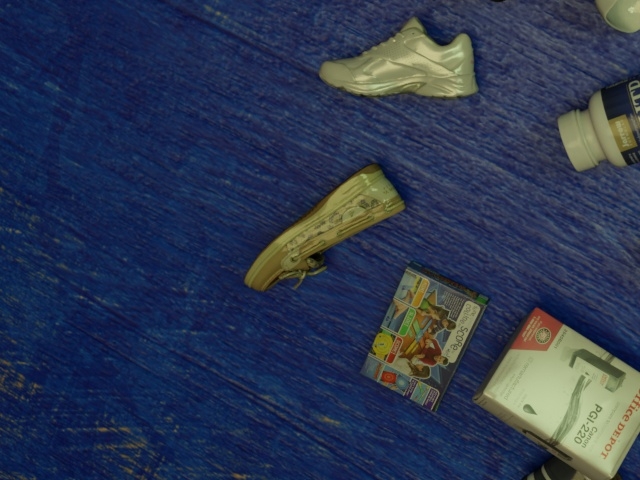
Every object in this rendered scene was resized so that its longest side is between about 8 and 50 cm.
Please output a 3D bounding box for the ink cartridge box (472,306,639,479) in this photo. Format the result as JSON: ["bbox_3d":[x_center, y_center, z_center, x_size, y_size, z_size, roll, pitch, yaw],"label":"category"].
[{"bbox_3d":[0.356,0.223,1.553,0.217,0.092,0.159,33,76,6],"label":"ink cartridge box"}]

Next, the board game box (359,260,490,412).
[{"bbox_3d":[0.160,0.150,1.667,0.136,0.035,0.201,27,112,10],"label":"board game box"}]

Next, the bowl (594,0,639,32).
[{"bbox_3d":[0.418,-0.342,1.392,0.142,0.142,0.053,-48,64,23],"label":"bowl"}]

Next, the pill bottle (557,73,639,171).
[{"bbox_3d":[0.423,-0.162,1.448,0.186,0.112,0.112,-21,97,23],"label":"pill bottle"}]

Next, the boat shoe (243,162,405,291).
[{"bbox_3d":[0.000,0.000,1.643,0.285,0.104,0.089,-40,87,23],"label":"boat shoe"}]

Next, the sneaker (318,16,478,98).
[{"bbox_3d":[0.113,-0.263,1.550,0.232,0.090,0.115,2,99,9],"label":"sneaker"}]

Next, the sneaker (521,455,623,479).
[{"bbox_3d":[0.416,0.448,1.626,0.153,0.099,0.282,-33,85,19],"label":"sneaker"}]
